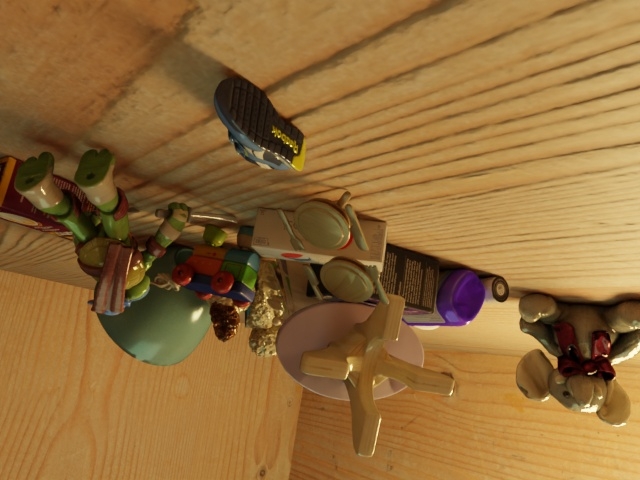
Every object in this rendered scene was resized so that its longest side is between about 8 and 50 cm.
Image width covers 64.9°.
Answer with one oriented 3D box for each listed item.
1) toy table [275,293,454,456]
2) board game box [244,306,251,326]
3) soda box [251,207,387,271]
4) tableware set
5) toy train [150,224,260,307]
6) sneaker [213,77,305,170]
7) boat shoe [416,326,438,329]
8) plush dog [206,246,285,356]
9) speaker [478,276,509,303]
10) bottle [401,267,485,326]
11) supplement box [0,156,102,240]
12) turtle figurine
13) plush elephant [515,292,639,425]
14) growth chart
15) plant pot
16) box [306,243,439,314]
[{"bbox_3d":[0.071,0.205,0.845,0.274,0.253,0.161,0,-177,-14],"label":"toy table"},{"bbox_3d":[-0.077,0.211,1.534,0.301,0.086,0.308,0,167,-10],"label":"board game box"},{"bbox_3d":[0.000,0.000,0.833,0.215,0.069,0.074,8,165,9],"label":"soda box"},{"bbox_3d":[0.027,0.013,0.746,0.128,0.039,0.194,0,129,32],"label":"tableware set"},{"bbox_3d":[-0.230,0.033,0.980,0.247,0.144,0.105,9,158,22],"label":"toy train"},{"bbox_3d":[-0.068,-0.107,0.501,0.059,0.053,0.144,4,164,26],"label":"sneaker"},{"bbox_3d":[0.297,0.229,1.550,0.184,0.066,0.063,22,164,-9],"label":"boat shoe"},{"bbox_3d":[-0.164,0.109,1.131,0.225,0.263,0.211,8,135,-38],"label":"plush dog"},{"bbox_3d":[0.327,0.108,1.070,0.055,0.055,0.136,17,163,-29],"label":"speaker"},{"bbox_3d":[0.214,0.126,1.084,0.092,0.118,0.282,50,151,-16],"label":"bottle"},{"bbox_3d":[-0.471,-0.063,0.856,0.104,0.081,0.188,-1,163,33],"label":"supplement box"},{"bbox_3d":[-0.317,-0.047,0.789,0.197,0.275,0.266,27,153,25],"label":"turtle figurine"},{"bbox_3d":[0.593,0.278,1.152,0.271,0.256,0.330,3,164,23],"label":"plush elephant"},{"bbox_3d":[-0.033,0.096,1.013,0.171,0.237,0.021,19,123,-20],"label":"growth chart"},{"bbox_3d":[-0.360,0.127,1.219,0.195,0.290,0.290,-39,143,21],"label":"plant pot"},{"bbox_3d":[0.099,0.073,0.970,0.206,0.108,0.153,15,165,-24],"label":"box"}]
